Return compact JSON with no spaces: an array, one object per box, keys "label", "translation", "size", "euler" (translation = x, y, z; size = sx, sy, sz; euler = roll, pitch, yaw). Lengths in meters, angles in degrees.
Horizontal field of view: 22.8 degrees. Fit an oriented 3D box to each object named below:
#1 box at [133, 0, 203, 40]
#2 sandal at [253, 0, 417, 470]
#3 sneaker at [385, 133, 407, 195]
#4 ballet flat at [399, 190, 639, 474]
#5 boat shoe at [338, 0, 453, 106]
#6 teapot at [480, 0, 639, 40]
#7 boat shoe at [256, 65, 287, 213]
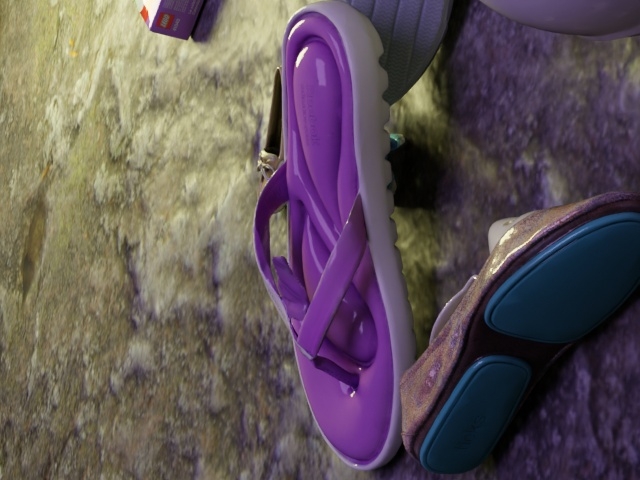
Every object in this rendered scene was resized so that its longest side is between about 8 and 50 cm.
[{"label":"box","translation":[-0.162,-0.419,1.933],"size":[0.293,0.057,0.201],"euler":[-65,32,24]},{"label":"sandal","translation":[-0.008,0.000,1.398],"size":[0.169,0.102,0.416],"euler":[1,98,58]},{"label":"sneaker","translation":[0.022,-0.075,1.482],"size":[0.162,0.073,0.063],"euler":[7,87,61]},{"label":"ballet flat","translation":[0.143,0.049,1.205],"size":[0.316,0.107,0.106],"euler":[-55,31,36]},{"label":"boat shoe","translation":[0.084,-0.258,1.428],"size":[0.094,0.109,0.302],"euler":[-52,-17,-68]},{"label":"teapot","translation":[0.206,-0.230,1.108],"size":[0.252,0.187,0.256],"euler":[-19,36,37]},{"label":"boat shoe","translation":[-0.043,-0.104,1.632],"size":[0.056,0.048,0.153],"euler":[41,117,57]}]
